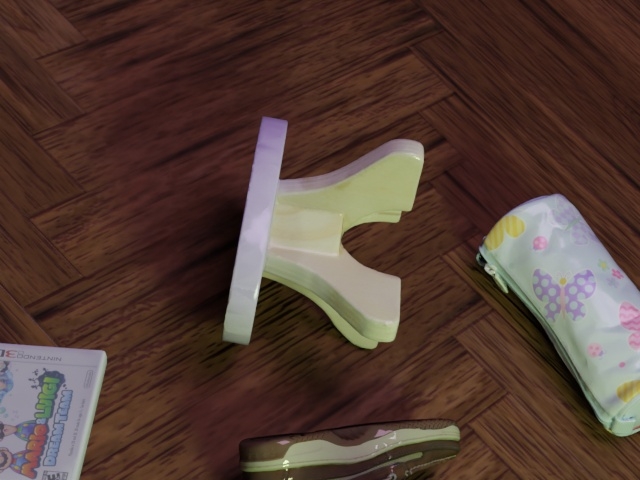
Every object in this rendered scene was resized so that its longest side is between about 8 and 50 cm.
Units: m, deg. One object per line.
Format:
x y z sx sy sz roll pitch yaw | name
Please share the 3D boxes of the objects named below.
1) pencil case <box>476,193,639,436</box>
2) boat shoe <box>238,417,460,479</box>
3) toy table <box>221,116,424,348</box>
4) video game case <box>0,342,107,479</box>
0.285 0.078 2.127 0.124 0.113 0.273 -19 61 -33 | pencil case
0.029 0.220 1.840 0.257 0.095 0.095 -2 85 -39 | boat shoe
0.000 0.000 1.935 0.161 0.252 0.274 10 51 -3 | toy table
-0.257 0.144 1.609 0.143 0.019 0.157 4 43 3 | video game case
